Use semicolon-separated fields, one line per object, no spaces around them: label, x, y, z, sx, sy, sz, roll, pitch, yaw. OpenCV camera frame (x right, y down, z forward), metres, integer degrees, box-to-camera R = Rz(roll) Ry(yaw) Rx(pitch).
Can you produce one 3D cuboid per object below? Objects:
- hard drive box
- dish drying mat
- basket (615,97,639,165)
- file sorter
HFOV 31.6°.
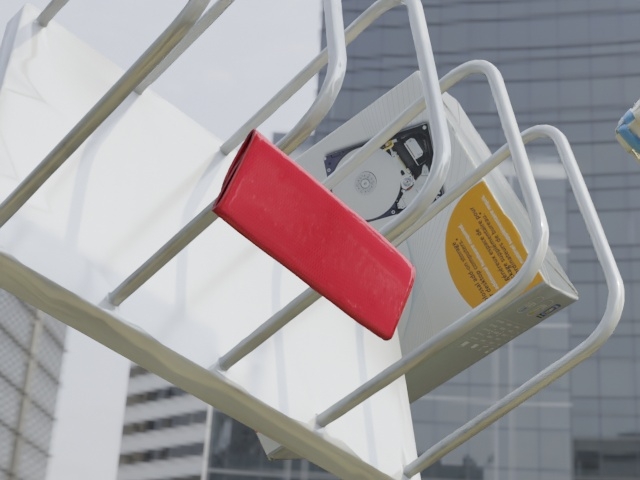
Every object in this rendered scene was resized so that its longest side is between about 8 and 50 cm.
hard drive box;0.034;0.024;0.815;0.232;0.181;0.089;-36;-22;17
dish drying mat;0.000;0.000;0.374;0.083;0.032;0.008;38;-24;-31
basket;0.499;-0.136;1.247;0.289;0.255;0.201;-40;-7;17
file sorter;-0.006;-0.034;0.567;0.277;0.193;0.173;35;-60;-29
